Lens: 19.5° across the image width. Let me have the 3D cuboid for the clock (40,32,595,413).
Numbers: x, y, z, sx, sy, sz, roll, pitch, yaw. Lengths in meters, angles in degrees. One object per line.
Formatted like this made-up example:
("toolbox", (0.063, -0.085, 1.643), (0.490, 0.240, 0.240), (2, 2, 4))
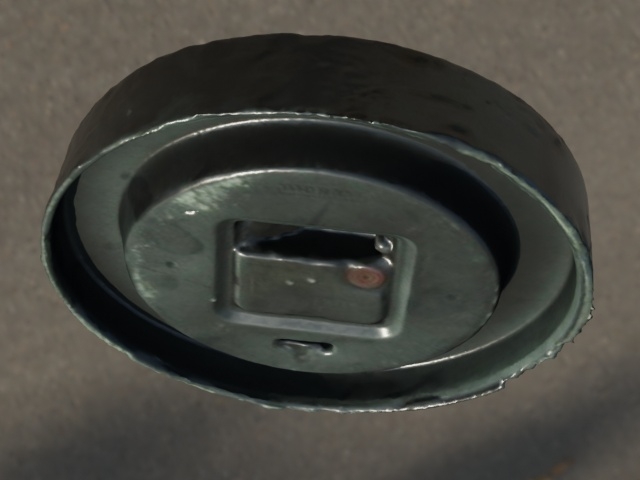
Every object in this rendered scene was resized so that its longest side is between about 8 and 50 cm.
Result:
("clock", (0.000, 0.000, 0.946), (0.281, 0.055, 0.280), (5, 147, 3))
